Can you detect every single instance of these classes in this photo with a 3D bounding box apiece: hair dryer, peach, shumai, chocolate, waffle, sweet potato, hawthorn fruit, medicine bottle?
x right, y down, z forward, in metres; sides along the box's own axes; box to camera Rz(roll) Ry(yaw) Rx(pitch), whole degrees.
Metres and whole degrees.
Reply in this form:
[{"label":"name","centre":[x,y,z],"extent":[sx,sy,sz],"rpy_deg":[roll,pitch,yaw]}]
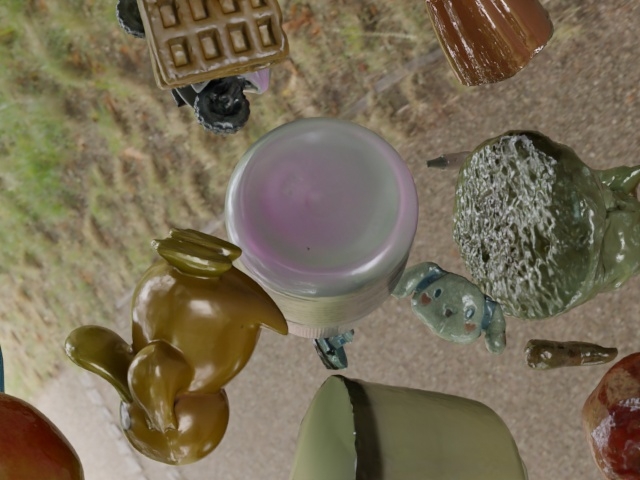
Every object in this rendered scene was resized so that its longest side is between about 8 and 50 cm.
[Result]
[{"label":"hair dryer","centre":[0.293,-0.157,2.029],"extent":[0.195,0.220,0.054],"rpy_deg":[-26,79,65]},{"label":"peach","centre":[-0.344,0.253,0.930],"extent":[0.231,0.231,0.231],"rpy_deg":[23,131,29]},{"label":"shumai","centre":[0.442,-0.033,1.718],"extent":[0.397,0.323,0.324],"rpy_deg":[-179,85,-67]},{"label":"chocolate","centre":[0.117,0.348,1.204],"extent":[0.297,0.326,0.314],"rpy_deg":[16,171,-10]},{"label":"waffle","centre":[-0.188,-0.408,1.486],"extent":[0.098,0.224,0.328],"rpy_deg":[177,78,-71]},{"label":"sweet potato","centre":[0.496,0.231,1.968],"extent":[0.081,0.233,0.062],"rpy_deg":[10,95,59]},{"label":"hawthorn fruit","centre":[0.456,0.271,1.307],"extent":[0.207,0.243,0.208],"rpy_deg":[6,110,16]},{"label":"medicine bottle","centre":[0.000,0.000,1.378],"extent":[0.256,0.256,0.325],"rpy_deg":[40,164,14]}]

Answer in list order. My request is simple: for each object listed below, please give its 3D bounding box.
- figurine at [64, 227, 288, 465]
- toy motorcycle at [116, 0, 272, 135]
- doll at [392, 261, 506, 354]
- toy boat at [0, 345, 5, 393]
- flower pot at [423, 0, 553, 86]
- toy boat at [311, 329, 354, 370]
[{"label":"figurine","centre":[-0.147,0.114,1.038],"extent":[0.215,0.215,0.228],"rpy_deg":[44,98,10]},{"label":"toy motorcycle","centre":[-0.215,-0.347,1.760],"extent":[0.327,0.188,0.143],"rpy_deg":[51,159,5]},{"label":"doll","centre":[0.210,0.106,1.561],"extent":[0.214,0.071,0.104],"rpy_deg":[33,95,11]},{"label":"toy boat","centre":[-0.464,0.171,1.275],"extent":[0.102,0.088,0.215],"rpy_deg":[97,163,-65]},{"label":"flower pot","centre":[0.258,-0.374,1.594],"extent":[0.190,0.191,0.173],"rpy_deg":[-5,141,44]},{"label":"toy boat","centre":[0.019,0.145,1.557],"extent":[0.066,0.059,0.140],"rpy_deg":[-32,56,20]}]
